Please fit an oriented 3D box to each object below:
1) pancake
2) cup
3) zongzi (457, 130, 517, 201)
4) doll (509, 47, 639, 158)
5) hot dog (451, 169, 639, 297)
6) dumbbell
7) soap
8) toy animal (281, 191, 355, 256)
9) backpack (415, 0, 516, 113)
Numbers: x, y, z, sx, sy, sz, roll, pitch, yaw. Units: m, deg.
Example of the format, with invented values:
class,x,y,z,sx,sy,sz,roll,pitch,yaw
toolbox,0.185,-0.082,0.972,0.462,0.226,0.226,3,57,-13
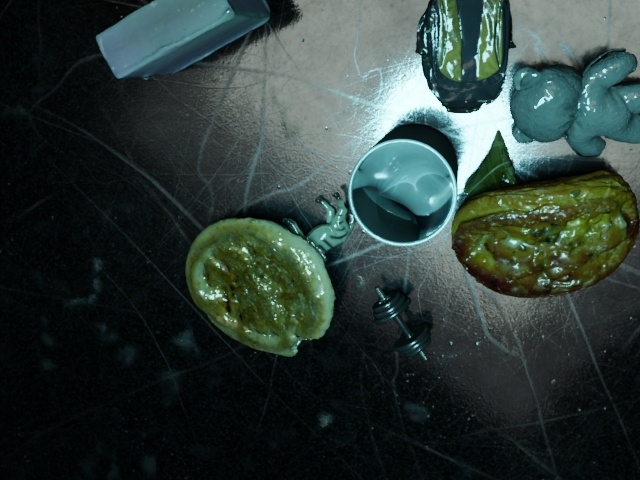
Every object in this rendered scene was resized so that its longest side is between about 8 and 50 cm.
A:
class,x,y,z,sx,sy,sz,roll,pitch,yaw
pancake,-0.137,0.114,1.790,0.382,0.071,0.382,11,120,20
cup,0.183,-0.125,1.564,0.206,0.312,0.205,3,106,12
zongzi,0.345,-0.154,1.673,0.154,0.062,0.130,-22,79,32
doll,0.547,-0.280,1.553,0.341,0.158,0.245,-4,137,0
hot dog,0.467,-0.017,1.604,0.388,0.174,0.266,-11,120,15
dumbbell,0.187,0.192,1.765,0.099,0.099,0.208,-32,97,18
soap,-0.270,-0.440,1.585,0.285,0.296,0.107,-23,99,15
toy animal,-0.001,0.002,1.770,0.217,0.073,0.176,-33,102,13
backpack,0.298,-0.386,1.573,0.206,0.133,0.258,-3,111,4
